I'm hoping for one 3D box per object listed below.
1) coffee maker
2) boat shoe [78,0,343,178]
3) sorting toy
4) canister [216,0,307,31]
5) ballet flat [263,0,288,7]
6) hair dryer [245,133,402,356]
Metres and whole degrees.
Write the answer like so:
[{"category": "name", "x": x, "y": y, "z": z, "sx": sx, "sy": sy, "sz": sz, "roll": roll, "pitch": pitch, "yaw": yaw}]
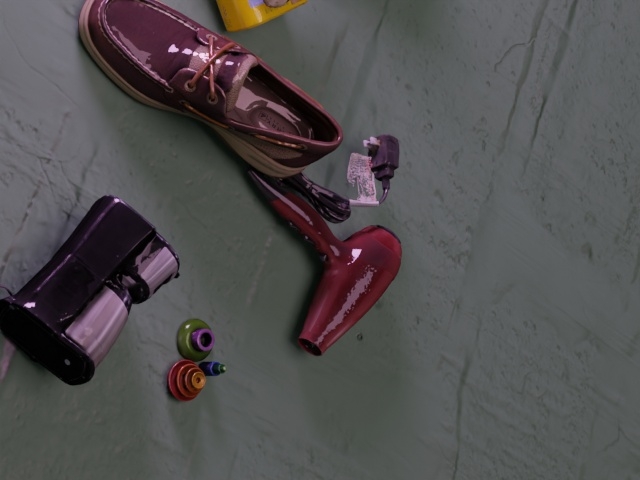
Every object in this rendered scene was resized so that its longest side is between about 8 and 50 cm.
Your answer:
[{"category": "coffee maker", "x": -0.263, "y": 0.037, "z": 1.836, "sx": 0.171, "sy": 0.120, "sz": 0.178, "roll": 52, "pitch": 55, "yaw": -25}, {"category": "boat shoe", "x": -0.118, "y": -0.192, "z": 1.970, "sx": 0.342, "sy": 0.123, "sz": 0.123, "roll": 36, "pitch": 63, "yaw": -24}, {"category": "sorting toy", "x": -0.140, "y": 0.142, "z": 1.988, "sx": 0.061, "sy": 0.042, "sz": 0.102, "roll": 31, "pitch": 66, "yaw": -36}, {"category": "canister", "x": -0.090, "y": -0.352, "z": 2.058, "sx": 0.126, "sy": 0.073, "sz": 0.169, "roll": -32, "pitch": 109, "yaw": -40}, {"category": "ballet flat", "x": -0.023, "y": -0.342, "z": 2.038, "sx": 0.057, "sy": 0.049, "sz": 0.173, "roll": 55, "pitch": 50, "yaw": -28}, {"category": "hair dryer", "x": 0.000, "y": 0.000, "z": 2.126, "sx": 0.224, "sy": 0.080, "sz": 0.293, "roll": 2, "pitch": 79, "yaw": -26}]
